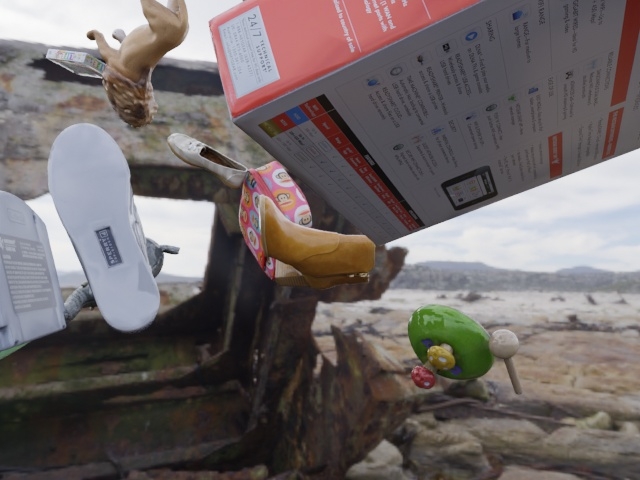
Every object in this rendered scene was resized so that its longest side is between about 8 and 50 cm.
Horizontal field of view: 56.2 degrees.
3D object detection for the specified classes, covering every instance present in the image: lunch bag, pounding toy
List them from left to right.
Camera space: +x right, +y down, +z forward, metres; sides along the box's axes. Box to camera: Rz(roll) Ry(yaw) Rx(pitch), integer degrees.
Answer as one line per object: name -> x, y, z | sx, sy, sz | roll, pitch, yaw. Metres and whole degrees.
lunch bag -> -0.113, -0.035, 1.601 | 0.120, 0.258, 0.293 | -21, -30, -24
pounding toy -> 0.253, 0.231, 1.146 | 0.237, 0.183, 0.110 | 13, 43, 36

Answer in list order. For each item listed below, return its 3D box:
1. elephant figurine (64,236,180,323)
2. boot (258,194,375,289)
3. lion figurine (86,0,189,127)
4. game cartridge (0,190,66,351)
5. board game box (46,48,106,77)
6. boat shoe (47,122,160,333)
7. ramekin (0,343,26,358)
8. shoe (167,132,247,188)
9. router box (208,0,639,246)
elephant figurine -> -0.430, 0.089, 1.295 | 0.169, 0.186, 0.239 | 37, 15, -25
boot -> 0.000, 0.001, 1.170 | 0.211, 0.104, 0.295 | -6, -34, 5
lion figurine -> -0.419, -0.470, 1.449 | 0.392, 0.240, 0.142 | -40, -12, 37
game cartridge -> -0.406, 0.038, 0.783 | 0.062, 0.198, 0.297 | -17, -1, -11
board game box -> -0.622, -0.459, 1.562 | 0.154, 0.026, 0.103 | 15, -3, 30
boat shoe -> -0.266, -0.011, 0.752 | 0.096, 0.267, 0.088 | -22, -6, -21
ramekin -> -0.618, 0.102, 1.010 | 0.304, 0.148, 0.303 | -12, 21, 4
shoe -> -0.284, -0.214, 1.526 | 0.219, 0.076, 0.058 | 31, -44, -11
router box -> 0.127, -0.119, 0.490 | 0.301, 0.082, 0.335 | -21, -21, 15
